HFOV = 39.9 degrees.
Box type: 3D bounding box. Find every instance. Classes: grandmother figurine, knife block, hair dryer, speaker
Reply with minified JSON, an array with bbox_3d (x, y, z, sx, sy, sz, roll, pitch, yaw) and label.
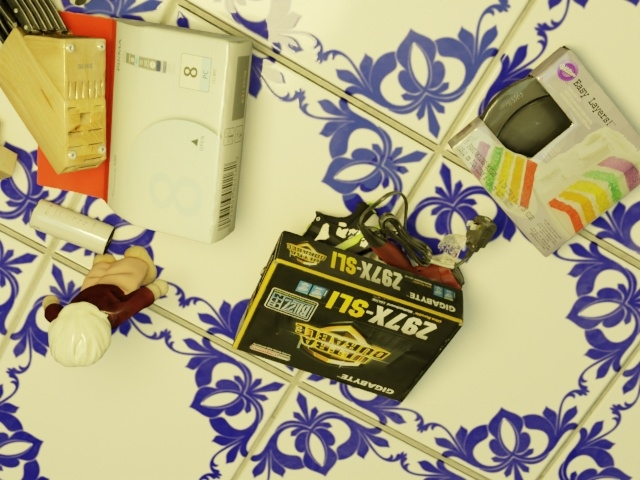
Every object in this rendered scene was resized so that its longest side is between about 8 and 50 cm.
[{"bbox_3d":[-0.343,0.102,1.401,0.208,0.342,0.104,-20,106,9],"label":"grandmother figurine"},{"bbox_3d":[-0.452,-0.258,1.379,0.242,0.088,0.275,12,108,30],"label":"knife block"},{"bbox_3d":[0.142,0.039,1.481,0.223,0.080,0.293,14,126,-11],"label":"hair dryer"},{"bbox_3d":[-0.425,-0.023,1.514,0.136,0.055,0.055,21,107,-5],"label":"speaker"}]

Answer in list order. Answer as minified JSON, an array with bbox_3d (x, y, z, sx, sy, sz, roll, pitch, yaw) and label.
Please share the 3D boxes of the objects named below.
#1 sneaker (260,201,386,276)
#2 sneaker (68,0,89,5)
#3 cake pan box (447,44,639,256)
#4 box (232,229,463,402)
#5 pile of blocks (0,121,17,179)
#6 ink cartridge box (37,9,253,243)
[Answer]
[{"bbox_3d":[0.000,0.000,1.511,0.235,0.084,0.097,-22,82,8],"label":"sneaker"},{"bbox_3d":[-0.296,-0.483,1.296,0.106,0.162,0.281,44,132,-6],"label":"sneaker"},{"bbox_3d":[0.379,-0.146,1.445,0.246,0.070,0.267,-39,102,11],"label":"cake pan box"},{"bbox_3d":[0.042,0.135,1.474,0.322,0.079,0.257,19,134,-9],"label":"box"},{"bbox_3d":[-0.684,-0.178,1.461,0.362,0.149,0.112,10,65,-11],"label":"pile of blocks"},{"bbox_3d":[-0.305,-0.187,1.382,0.385,0.091,0.308,13,109,17],"label":"ink cartridge box"}]
